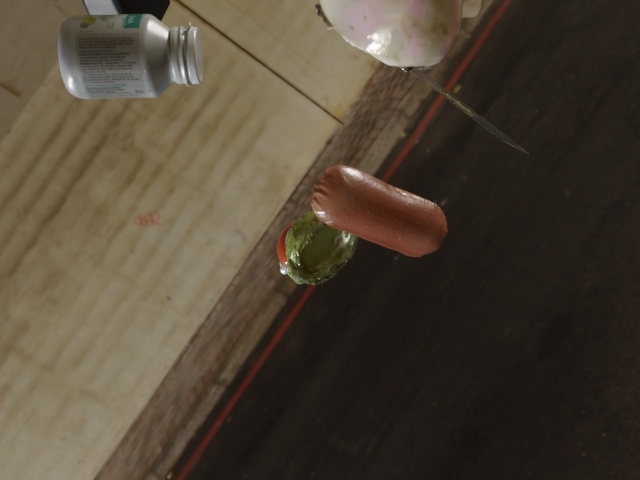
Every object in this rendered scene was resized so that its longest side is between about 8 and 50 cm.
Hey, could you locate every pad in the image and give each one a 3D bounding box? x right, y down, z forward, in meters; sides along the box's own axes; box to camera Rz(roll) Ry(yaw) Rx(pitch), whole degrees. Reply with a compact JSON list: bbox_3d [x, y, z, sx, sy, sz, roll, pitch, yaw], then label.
[{"bbox_3d":[0.298,-0.306,1.763,0.063,0.375,0.315,-53,11,12],"label":"pad"}]

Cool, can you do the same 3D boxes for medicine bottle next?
[{"bbox_3d":[-0.306,-0.303,1.232,0.135,0.215,0.135,178,90,-89],"label":"medicine bottle"}]

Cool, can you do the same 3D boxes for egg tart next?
[{"bbox_3d":[0.000,0.000,1.549,0.197,0.197,0.078,-52,55,13],"label":"egg tart"}]

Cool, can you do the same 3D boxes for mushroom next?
[{"bbox_3d":[0.141,-0.351,1.026,0.236,0.162,0.173,-15,-28,-21],"label":"mushroom"}]

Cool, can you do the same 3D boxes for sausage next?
[{"bbox_3d":[0.075,-0.034,0.920,0.077,0.194,0.077,-40,40,45],"label":"sausage"}]

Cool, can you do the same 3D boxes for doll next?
[{"bbox_3d":[-0.051,0.013,2.062,0.161,0.130,0.290,-55,3,-23],"label":"doll"}]

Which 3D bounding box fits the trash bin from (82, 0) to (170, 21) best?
[{"bbox_3d":[-0.423,-0.532,1.572,0.225,0.115,0.165,76,-148,-66],"label":"trash bin"}]
